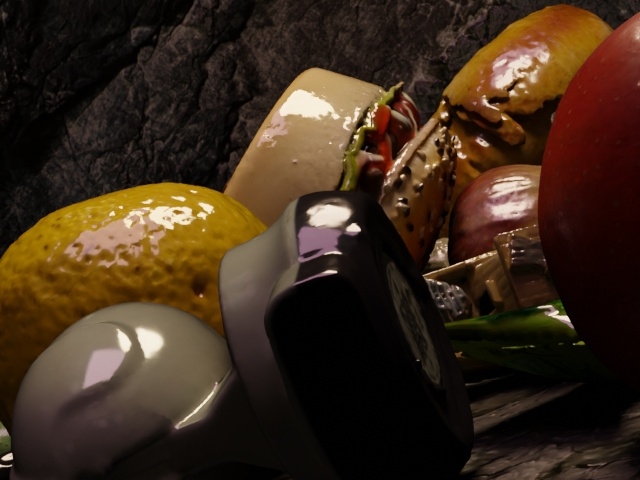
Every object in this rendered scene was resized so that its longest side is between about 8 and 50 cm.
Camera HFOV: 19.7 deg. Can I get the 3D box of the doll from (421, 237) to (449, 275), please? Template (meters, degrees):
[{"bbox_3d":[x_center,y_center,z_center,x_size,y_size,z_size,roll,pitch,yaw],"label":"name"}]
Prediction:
[{"bbox_3d":[0.145,0.027,1.896,0.286,0.091,0.202,-4,-1,10],"label":"doll"}]

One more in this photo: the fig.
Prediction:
[{"bbox_3d":[0.220,0.013,1.533,0.231,0.143,0.160,7,1,10],"label":"fig"}]

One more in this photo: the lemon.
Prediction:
[{"bbox_3d":[-0.121,0.070,1.349,0.253,0.228,0.228,-18,6,-18],"label":"lemon"}]

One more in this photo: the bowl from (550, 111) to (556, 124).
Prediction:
[{"bbox_3d":[0.324,-0.055,1.821,0.211,0.112,0.211,6,17,-2],"label":"bowl"}]

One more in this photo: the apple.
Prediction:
[{"bbox_3d":[0.256,-0.019,1.100,0.260,0.260,0.216,-18,-3,-27],"label":"apple"}]

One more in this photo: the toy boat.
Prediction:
[{"bbox_3d":[0.189,0.031,1.400,0.321,0.089,0.121,-14,-26,-9],"label":"toy boat"}]

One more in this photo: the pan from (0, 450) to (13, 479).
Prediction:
[{"bbox_3d":[-0.201,0.158,1.436,0.235,0.028,0.136,-24,44,-37],"label":"pan"}]

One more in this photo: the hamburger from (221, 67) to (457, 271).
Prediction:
[{"bbox_3d":[0.000,0.000,1.557,0.176,0.300,0.300,30,-1,1],"label":"hamburger"}]

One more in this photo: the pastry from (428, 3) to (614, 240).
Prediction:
[{"bbox_3d":[0.226,-0.103,2.030,0.356,0.164,0.356,-43,-21,-21],"label":"pastry"}]

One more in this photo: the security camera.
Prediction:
[{"bbox_3d":[-0.063,0.102,1.137,0.277,0.197,0.191,-23,17,11],"label":"security camera"}]

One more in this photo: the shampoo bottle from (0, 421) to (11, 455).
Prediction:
[{"bbox_3d":[-0.300,0.191,1.500,0.204,0.065,0.065,-16,5,-2],"label":"shampoo bottle"}]

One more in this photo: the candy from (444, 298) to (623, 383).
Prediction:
[{"bbox_3d":[0.206,0.066,1.282,0.246,0.069,0.149,-8,-2,-39],"label":"candy"}]
